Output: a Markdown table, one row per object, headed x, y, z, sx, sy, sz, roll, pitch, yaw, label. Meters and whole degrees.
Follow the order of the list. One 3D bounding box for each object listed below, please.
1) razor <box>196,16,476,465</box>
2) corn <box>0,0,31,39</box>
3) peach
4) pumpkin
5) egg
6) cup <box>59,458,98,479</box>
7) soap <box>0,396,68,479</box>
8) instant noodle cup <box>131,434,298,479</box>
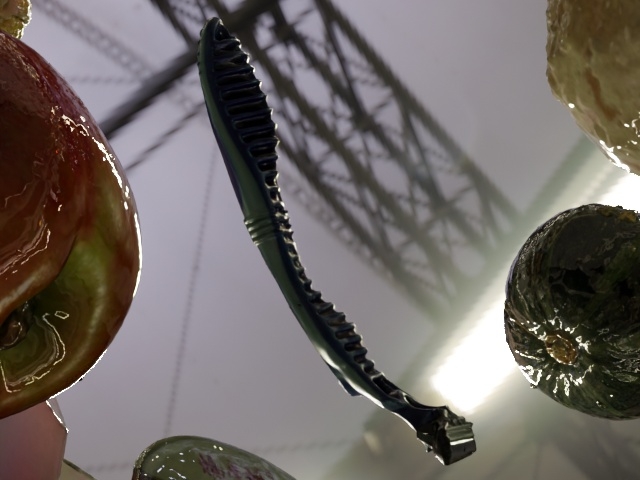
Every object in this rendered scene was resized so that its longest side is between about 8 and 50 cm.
| x | y | z | sx | sy | sz | roll | pitch | yaw | label |
| --- | --- | --- | --- | --- | --- | --- | --- | --- | --- |
| -0.003 | 0.003 | 0.559 | 0.028 | 0.044 | 0.154 | -32 | -98 | 11 | razor |
| -0.276 | -0.154 | 1.396 | 0.080 | 0.080 | 0.238 | -53 | -167 | -25 | corn |
| -0.250 | -0.029 | 1.139 | 0.275 | 0.245 | 0.249 | 35 | -141 | 25 | peach |
| 0.240 | 0.060 | 1.551 | 0.190 | 0.190 | 0.146 | 20 | -126 | 34 | pumpkin |
| 0.249 | -0.118 | 1.079 | 0.245 | 0.203 | 0.203 | 14 | -123 | 18 | egg |
| -0.277 | 0.309 | 1.486 | 0.196 | 0.196 | 0.279 | 18 | -122 | 33 | cup |
| -0.287 | 0.203 | 1.263 | 0.193 | 0.109 | 0.323 | 7 | -122 | 40 | soap |
| -0.083 | 0.278 | 1.302 | 0.178 | 0.235 | 0.234 | -50 | -138 | 21 | instant noodle cup |
